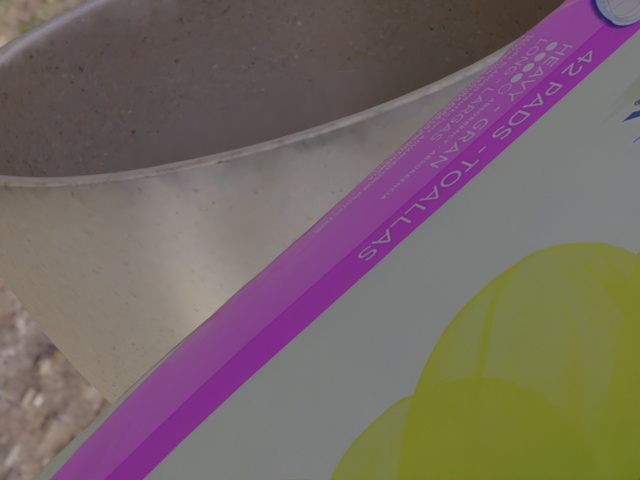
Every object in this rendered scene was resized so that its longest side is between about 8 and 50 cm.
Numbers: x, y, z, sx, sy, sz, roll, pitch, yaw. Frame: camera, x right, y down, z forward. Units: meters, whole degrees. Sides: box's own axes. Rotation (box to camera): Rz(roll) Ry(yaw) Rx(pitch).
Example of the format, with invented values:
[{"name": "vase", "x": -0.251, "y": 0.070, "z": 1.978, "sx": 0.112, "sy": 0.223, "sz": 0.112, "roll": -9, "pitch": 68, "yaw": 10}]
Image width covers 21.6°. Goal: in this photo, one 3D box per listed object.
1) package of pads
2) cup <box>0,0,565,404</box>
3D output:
[{"name": "package of pads", "x": 0.066, "y": 0.051, "z": 0.390, "sx": 0.296, "sy": 0.229, "sz": 0.101, "roll": -43, "pitch": 117, "yaw": -9}, {"name": "cup", "x": 0.000, "y": 0.000, "z": 0.840, "sx": 0.331, "sy": 0.331, "sz": 0.237, "roll": -36, "pitch": 120, "yaw": -39}]
